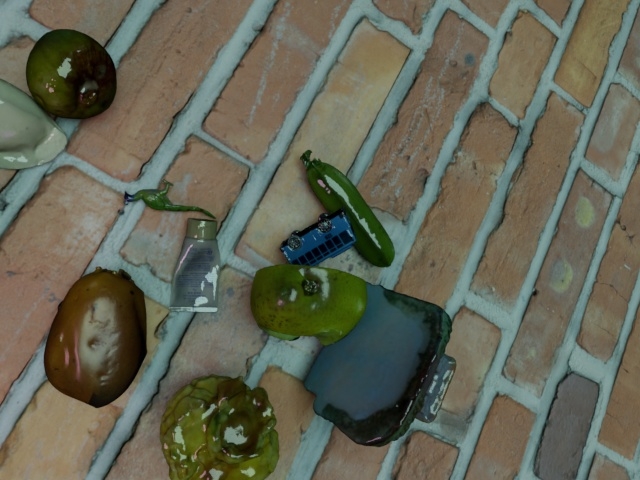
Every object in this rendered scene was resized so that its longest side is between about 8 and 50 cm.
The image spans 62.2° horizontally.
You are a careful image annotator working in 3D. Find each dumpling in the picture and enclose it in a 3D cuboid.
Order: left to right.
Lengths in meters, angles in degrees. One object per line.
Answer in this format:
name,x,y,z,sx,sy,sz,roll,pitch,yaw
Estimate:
dumpling,-0.677,-0.240,1.112,0.252,0.131,0.179,35,93,-37

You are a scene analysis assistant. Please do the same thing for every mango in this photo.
mango,-0.467,0.200,1.124,0.201,0.152,0.287,8,84,-30

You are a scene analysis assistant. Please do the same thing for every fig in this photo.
fig,-0.538,-0.363,1.141,0.181,0.181,0.191,-21,64,-22

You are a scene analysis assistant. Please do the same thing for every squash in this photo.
squash,0.075,-0.082,1.400,0.101,0.101,0.379,-43,100,-20

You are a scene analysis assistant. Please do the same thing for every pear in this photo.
pear,-0.037,0.146,1.202,0.292,0.292,0.159,12,74,-21

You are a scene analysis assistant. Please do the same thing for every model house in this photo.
model house,0.197,0.352,1.339,0.339,0.297,0.360,45,67,-45

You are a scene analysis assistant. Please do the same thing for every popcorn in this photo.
popcorn,-0.214,0.418,1.158,0.257,0.224,0.270,-2,109,14

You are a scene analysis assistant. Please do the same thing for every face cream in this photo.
face cream,-0.294,0.061,1.265,0.114,0.070,0.224,4,95,-21

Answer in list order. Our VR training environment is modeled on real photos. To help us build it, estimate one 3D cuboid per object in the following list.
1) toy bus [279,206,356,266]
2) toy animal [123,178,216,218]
toy bus,0.000,0.000,1.328,0.184,0.090,0.106,-30,99,8
toy animal,-0.349,-0.103,1.257,0.217,0.041,0.075,9,100,-23
